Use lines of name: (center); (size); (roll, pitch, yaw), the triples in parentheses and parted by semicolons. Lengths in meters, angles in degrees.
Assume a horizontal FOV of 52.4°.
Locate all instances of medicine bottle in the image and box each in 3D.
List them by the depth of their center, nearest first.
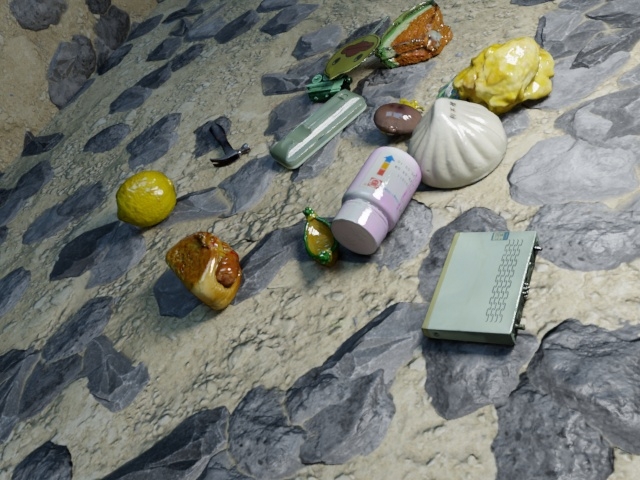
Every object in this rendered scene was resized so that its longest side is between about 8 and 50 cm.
medicine bottle: (0.137, -0.099, 1.605); (0.152, 0.152, 0.254); (6, 53, 39)

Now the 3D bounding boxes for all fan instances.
fan: (0.129, -0.649, 2.182); (0.335, 0.011, 0.229); (-50, 32, -18)

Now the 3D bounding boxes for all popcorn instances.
popcorn: (0.487, -0.440, 1.716); (0.253, 0.190, 0.191); (-30, 46, -3)

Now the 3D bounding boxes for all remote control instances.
remote control: (-0.008, -0.359, 2.053); (0.335, 0.065, 0.128); (-42, 48, -13)

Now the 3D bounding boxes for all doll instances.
doll: (0.240, -0.354, 1.876); (0.145, 0.096, 0.188); (32, 43, 34)

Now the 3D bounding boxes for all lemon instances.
lemon: (-0.564, -0.137, 2.102); (0.193, 0.180, 0.180); (-55, 34, 17)

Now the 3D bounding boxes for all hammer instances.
hammer: (-0.347, -0.345, 2.299); (0.137, 0.037, 0.290); (-32, 38, -4)

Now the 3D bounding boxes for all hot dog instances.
hot dog: (-0.299, 0.065, 1.728); (0.153, 0.150, 0.256); (-48, 39, -6)

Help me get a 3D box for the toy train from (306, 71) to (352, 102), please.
toy train: (0.027, -0.518, 2.211); (0.170, 0.071, 0.111); (0, 55, 35)

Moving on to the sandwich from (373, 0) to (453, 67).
sandwich: (0.325, -0.676, 2.157); (0.212, 0.109, 0.292); (8, 55, 32)

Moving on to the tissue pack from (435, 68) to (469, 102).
tissue pack: (0.393, -0.428, 1.850); (0.111, 0.079, 0.085); (-47, 39, -19)

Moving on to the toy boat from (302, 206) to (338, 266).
toy boat: (0.000, 0.000, 1.638); (0.089, 0.088, 0.229); (-27, 37, 5)

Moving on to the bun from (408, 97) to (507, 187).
bun: (0.330, -0.275, 1.650); (0.263, 0.175, 0.263); (-18, 41, 17)

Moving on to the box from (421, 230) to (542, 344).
box: (0.339, 0.092, 1.342); (0.210, 0.045, 0.270); (-2, 46, 33)
